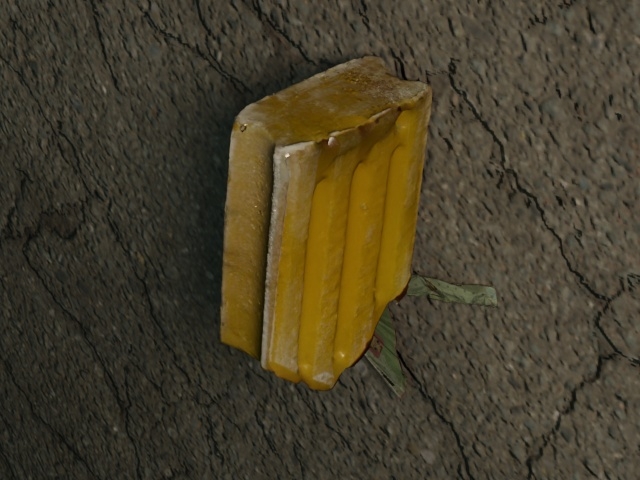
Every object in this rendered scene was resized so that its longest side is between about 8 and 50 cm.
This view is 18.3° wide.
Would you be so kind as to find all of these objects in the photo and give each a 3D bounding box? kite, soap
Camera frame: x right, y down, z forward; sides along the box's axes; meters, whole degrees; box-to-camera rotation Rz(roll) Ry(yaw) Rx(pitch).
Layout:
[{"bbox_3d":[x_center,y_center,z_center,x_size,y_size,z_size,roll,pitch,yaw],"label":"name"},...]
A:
[{"bbox_3d":[0.055,0.033,1.642,0.250,0.012,0.229,14,124,47],"label":"kite"},{"bbox_3d":[0.000,0.000,1.542,0.080,0.160,0.257,35,134,34],"label":"soap"}]
